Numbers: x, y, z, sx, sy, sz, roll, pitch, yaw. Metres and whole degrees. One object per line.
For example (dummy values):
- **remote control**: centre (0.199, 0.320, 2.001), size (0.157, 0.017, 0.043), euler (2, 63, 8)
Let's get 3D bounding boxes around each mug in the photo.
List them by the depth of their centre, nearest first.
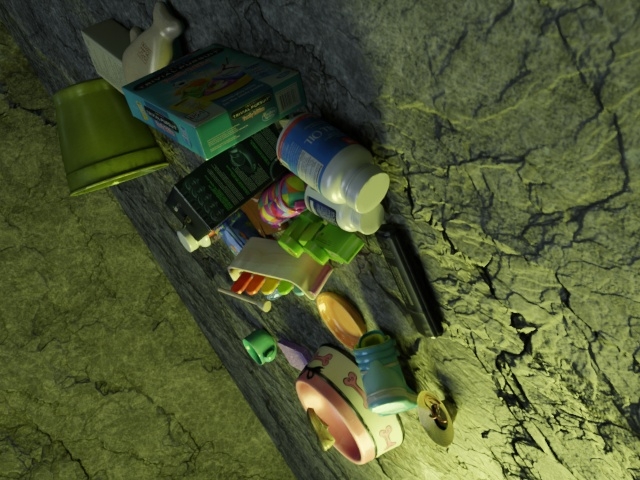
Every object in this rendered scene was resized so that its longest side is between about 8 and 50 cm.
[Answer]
- **mug**: centre (-0.232, 0.437, 2.507), size (0.158, 0.097, 0.129), euler (45, 154, 21)

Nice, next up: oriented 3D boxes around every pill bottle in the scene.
- **pill bottle**: centre (0.026, -0.149, 1.198), size (0.221, 0.124, 0.124), euler (39, 152, 30)
- **pill bottle**: centre (0.051, -0.074, 1.285), size (0.169, 0.094, 0.094), euler (31, 147, 44)
- **pill bottle**: centre (-0.360, -0.047, 1.980), size (0.108, 0.193, 0.108), euler (42, 154, 26)

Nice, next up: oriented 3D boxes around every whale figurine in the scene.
- **whale figurine**: centre (-0.411, -0.488, 1.612), size (0.216, 0.141, 0.272), euler (48, 131, 15)

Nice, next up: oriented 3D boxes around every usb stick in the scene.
- **usb stick**: centre (0.190, 0.090, 1.306), size (0.077, 0.045, 0.278), euler (21, 140, 64)

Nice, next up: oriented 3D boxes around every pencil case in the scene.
- **pencil case**: centre (-0.084, -0.095, 1.487), size (0.104, 0.104, 0.236), euler (56, 162, -3)
- **pencil case**: centre (-0.197, 0.042, 1.879), size (0.306, 0.119, 0.133), euler (51, -179, 9)

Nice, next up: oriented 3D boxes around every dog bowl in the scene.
- **dog bowl**: centre (0.078, 0.544, 1.994), size (0.408, 0.150, 0.408), euler (43, 155, 26)

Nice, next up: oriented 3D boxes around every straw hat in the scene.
- **straw hat**: centre (0.305, 0.431, 1.519), size (0.144, 0.061, 0.144), euler (35, 133, 49)

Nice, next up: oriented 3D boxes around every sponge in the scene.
- **sponge**: centre (-0.085, 0.441, 2.313), size (0.210, 0.031, 0.117), euler (5, 126, 60)

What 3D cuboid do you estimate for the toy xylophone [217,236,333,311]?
- **toy xylophone**: centre (-0.139, 0.090, 1.663), size (0.322, 0.236, 0.081), euler (18, 149, 43)

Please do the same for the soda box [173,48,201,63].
- **soda box**: centre (-0.279, -0.345, 1.567), size (0.092, 0.083, 0.263), euler (33, 149, 43)

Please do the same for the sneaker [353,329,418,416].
- **sneaker**: centre (0.175, 0.348, 1.615), size (0.319, 0.127, 0.208), euler (59, -165, -67)

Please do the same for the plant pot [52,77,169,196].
- **plant pot**: centre (-0.779, -0.383, 2.203), size (0.366, 0.366, 0.353), euler (-2, 108, 63)

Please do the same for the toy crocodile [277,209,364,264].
- **toy crocodile**: centre (0.000, 0.000, 1.464), size (0.105, 0.115, 0.340), euler (45, 165, -27)

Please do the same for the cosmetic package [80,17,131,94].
- **cosmetic package**: centre (-0.587, -0.537, 1.863), size (0.309, 0.113, 0.160), euler (40, 152, 32)

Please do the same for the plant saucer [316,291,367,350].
- **plant saucer**: centre (0.066, 0.223, 1.729), size (0.200, 0.037, 0.200), euler (41, 153, 27)

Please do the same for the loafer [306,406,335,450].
- **loafer**: centre (0.000, 0.601, 1.974), size (0.148, 0.050, 0.056), euler (62, 158, 25)

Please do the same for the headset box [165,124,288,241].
- **headset box**: centre (-0.222, -0.131, 1.437), size (0.131, 0.283, 0.246), euler (52, 161, -8)

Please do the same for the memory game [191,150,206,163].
- **memory game**: centre (-0.388, -0.314, 1.906), size (0.186, 0.012, 0.186), euler (43, 155, 26)

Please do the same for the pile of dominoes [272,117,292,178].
- **pile of dominoes**: centre (-0.073, -0.220, 1.432), size (0.196, 0.040, 0.251), euler (33, 157, 40)

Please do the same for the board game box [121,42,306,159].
- **board game box**: centre (-0.235, -0.311, 1.312), size (0.336, 0.254, 0.079), euler (32, 147, 42)

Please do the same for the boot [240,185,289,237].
- **boot**: centre (-0.214, -0.110, 1.733), size (0.295, 0.104, 0.211), euler (9, 129, 54)
